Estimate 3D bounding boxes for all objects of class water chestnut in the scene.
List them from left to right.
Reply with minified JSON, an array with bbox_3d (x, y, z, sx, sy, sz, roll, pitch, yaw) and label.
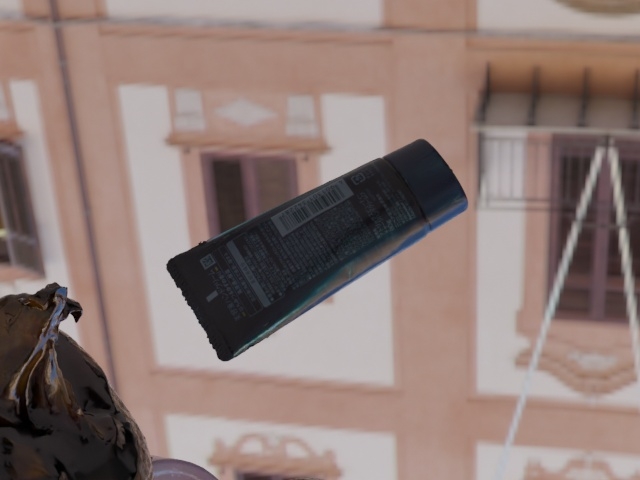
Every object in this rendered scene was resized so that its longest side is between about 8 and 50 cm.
[{"bbox_3d":[-0.293,0.168,1.267,0.335,0.347,0.335,17,-143,-13],"label":"water chestnut"}]

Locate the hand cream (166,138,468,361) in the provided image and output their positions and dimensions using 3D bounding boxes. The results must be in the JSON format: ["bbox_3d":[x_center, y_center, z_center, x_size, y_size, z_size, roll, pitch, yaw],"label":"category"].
[{"bbox_3d":[0.000,0.000,1.384,0.270,0.061,0.120,-28,-116,-10],"label":"hand cream"}]

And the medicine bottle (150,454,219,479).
[{"bbox_3d":[-0.255,0.324,1.627,0.212,0.212,0.325,-32,-163,-36],"label":"medicine bottle"}]

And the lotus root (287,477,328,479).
[{"bbox_3d":[0.034,0.345,1.314,0.346,0.250,0.250,33,-159,-27],"label":"lotus root"}]
